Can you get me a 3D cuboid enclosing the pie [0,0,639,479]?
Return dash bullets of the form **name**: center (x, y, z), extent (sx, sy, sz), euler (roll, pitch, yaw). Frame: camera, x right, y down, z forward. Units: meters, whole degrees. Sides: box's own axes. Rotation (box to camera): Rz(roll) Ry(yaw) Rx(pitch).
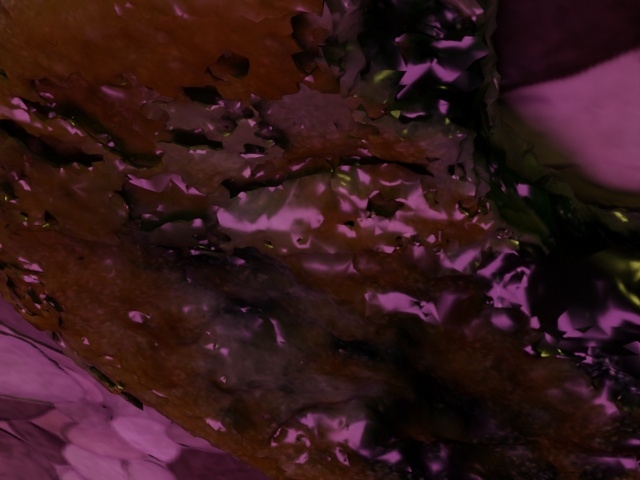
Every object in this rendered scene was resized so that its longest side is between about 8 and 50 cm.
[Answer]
- **pie**: center (0.000, 0.000, 0.671), extent (0.371, 0.078, 0.296), euler (43, 142, -24)
